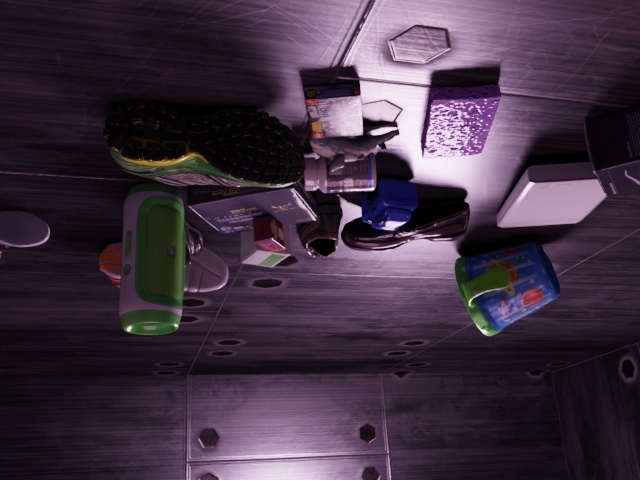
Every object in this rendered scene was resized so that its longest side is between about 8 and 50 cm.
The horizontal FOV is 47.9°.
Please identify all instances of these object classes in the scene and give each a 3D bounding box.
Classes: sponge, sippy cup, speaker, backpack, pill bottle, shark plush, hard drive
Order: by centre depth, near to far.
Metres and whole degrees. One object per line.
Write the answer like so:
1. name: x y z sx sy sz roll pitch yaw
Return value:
1. sponge: 0.246 -0.209 1.290 0.117 0.031 0.210 -4 159 1
2. shark plush: 0.064 -0.177 1.322 0.161 0.073 0.067 -3 130 13
3. pill bottle: 0.036 -0.131 1.399 0.137 0.078 0.078 -3 159 -2
4. speaker: -0.344 0.037 1.475 0.131 0.296 0.131 -3 159 -1
5. backpack: 0.138 -0.071 1.549 0.098 0.101 0.120 13 157 -22
6. hard drive: 0.522 -0.096 1.594 0.203 0.040 0.307 -4 164 1
7. sippy cup: 0.516 0.114 1.958 0.224 0.305 0.240 -25 108 23

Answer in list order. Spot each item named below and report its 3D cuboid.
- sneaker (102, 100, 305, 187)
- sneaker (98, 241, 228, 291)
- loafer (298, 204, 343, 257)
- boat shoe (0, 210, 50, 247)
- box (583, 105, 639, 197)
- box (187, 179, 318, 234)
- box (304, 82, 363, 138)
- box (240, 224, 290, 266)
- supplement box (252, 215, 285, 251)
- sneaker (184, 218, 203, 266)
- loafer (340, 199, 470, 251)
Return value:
1. sneaker: -0.195 -0.157 1.260 0.344 0.134 0.146 9 164 -8
2. sneaker: -0.399 0.077 1.860 0.321 0.124 0.180 11 162 -6
3. loafer: 0.000 0.000 1.732 0.096 0.084 0.267 -1 159 -7
4. boat shoe: -0.708 -0.017 1.592 0.229 0.080 0.076 -1 165 -4
5. box: 0.611 -0.173 1.334 0.207 0.108 0.153 -13 158 25
6. box: -0.139 -0.081 1.530 0.233 0.059 0.183 -9 158 13
7. box: 0.025 -0.219 1.233 0.094 0.027 0.137 -4 160 4
8. box: -0.129 -0.002 1.682 0.087 0.101 0.101 10 157 -27
9. supplement box: -0.110 -0.014 1.553 0.043 0.054 0.083 -11 161 16
10. sneaker: -0.331 0.018 1.672 0.087 0.130 0.227 -3 162 3
11. loafer: 0.197 -0.047 1.649 0.303 0.109 0.095 -6 141 -11
